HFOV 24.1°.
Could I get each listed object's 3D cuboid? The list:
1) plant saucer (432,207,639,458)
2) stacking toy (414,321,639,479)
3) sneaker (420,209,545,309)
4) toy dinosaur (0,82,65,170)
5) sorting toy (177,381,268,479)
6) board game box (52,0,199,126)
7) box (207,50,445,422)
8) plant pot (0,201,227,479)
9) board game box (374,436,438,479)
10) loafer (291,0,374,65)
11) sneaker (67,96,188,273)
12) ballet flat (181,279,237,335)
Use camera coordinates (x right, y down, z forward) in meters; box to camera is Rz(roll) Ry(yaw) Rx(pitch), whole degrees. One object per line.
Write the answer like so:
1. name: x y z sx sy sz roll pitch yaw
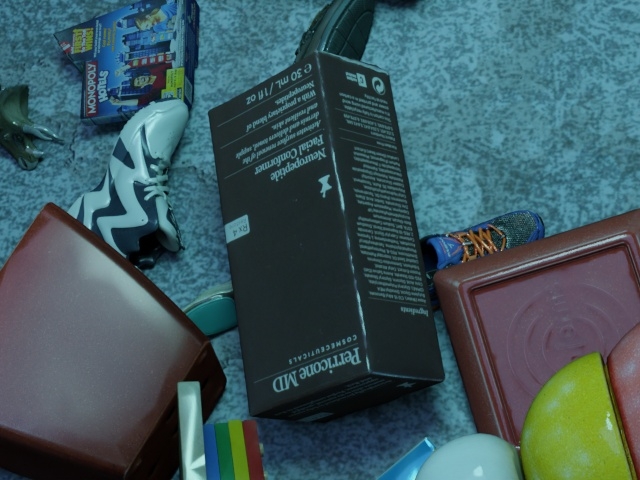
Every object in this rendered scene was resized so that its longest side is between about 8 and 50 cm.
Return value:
1. plant saucer: 0.277 0.116 1.655 0.259 0.048 0.258 -18 77 9
2. stacking toy: 0.322 0.203 1.486 0.479 0.350 0.351 -15 60 13
3. sneaker: 0.161 0.024 1.758 0.221 0.087 0.083 -27 60 1
4. toy dinosaur: -0.500 -0.212 2.000 0.160 0.313 0.121 -33 29 23
5. sorting toy: -0.100 0.313 1.596 0.089 0.257 0.255 -3 61 -7
6. board game box: -0.265 -0.238 2.029 0.194 0.060 0.194 -7 62 13
7. box: 0.000 0.000 1.712 0.191 0.143 0.381 -25 68 37
8. plant pot: -0.259 0.161 1.719 0.235 0.267 0.267 28 73 14
9. board game box: 0.129 0.395 1.570 0.224 0.097 0.303 -39 60 -7
10. loafer: -0.014 -0.222 1.935 0.084 0.096 0.267 13 69 28
11. sneaker: -0.206 -0.057 1.897 0.153 0.094 0.235 33 79 25
12. ballet flat: -0.100 0.069 1.837 0.168 0.057 0.052 -22 32 0
